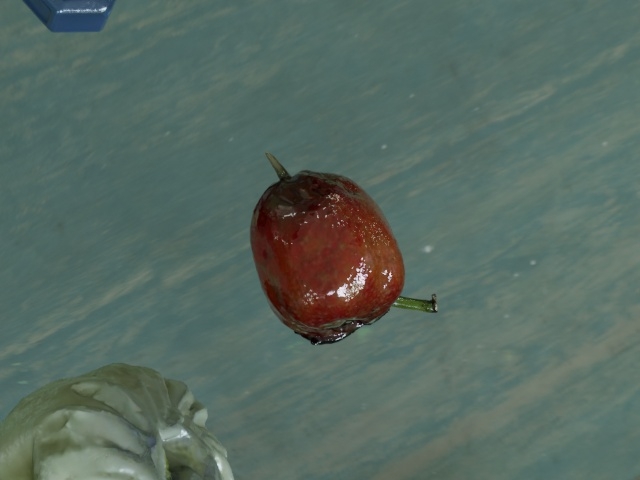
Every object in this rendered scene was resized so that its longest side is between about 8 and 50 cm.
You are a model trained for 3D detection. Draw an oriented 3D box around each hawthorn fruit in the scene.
[{"bbox_3d":[0.000,0.000,1.472,0.189,0.189,0.251,-24,99,-19],"label":"hawthorn fruit"}]

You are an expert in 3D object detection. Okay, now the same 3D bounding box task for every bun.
[{"bbox_3d":[-0.247,0.310,1.514,0.359,0.211,0.360,35,33,-27],"label":"bun"}]

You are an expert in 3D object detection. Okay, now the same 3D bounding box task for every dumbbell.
[{"bbox_3d":[-0.330,-0.435,1.697,0.160,0.325,0.144,-5,67,-26],"label":"dumbbell"}]

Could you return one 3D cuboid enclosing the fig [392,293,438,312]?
[{"bbox_3d":[0.049,0.048,1.791,0.259,0.151,0.151,30,76,-11],"label":"fig"}]
